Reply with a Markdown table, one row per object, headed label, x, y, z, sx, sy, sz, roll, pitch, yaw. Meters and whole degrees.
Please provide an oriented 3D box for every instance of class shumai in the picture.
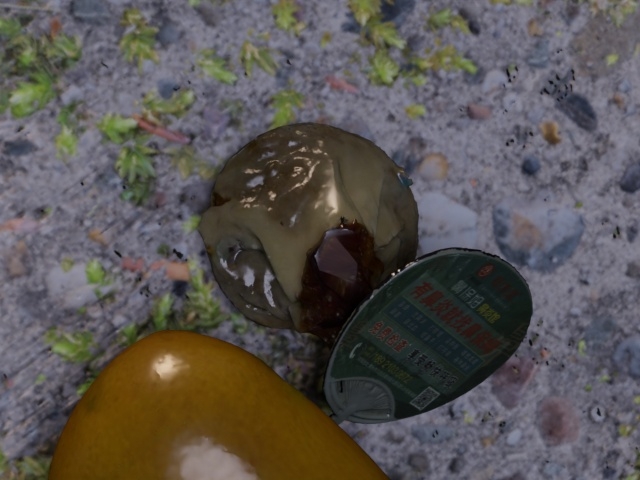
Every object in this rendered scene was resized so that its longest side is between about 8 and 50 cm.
| label | x | y | z | sx | sy | sz | roll | pitch | yaw |
| --- | --- | --- | --- | --- | --- | --- | --- | --- | --- |
| shumai | 0.000 | 0.000 | 1.366 | 0.201 | 0.120 | 0.201 | -2 | 97 | -14 |

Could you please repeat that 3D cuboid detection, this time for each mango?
| label | x | y | z | sx | sy | sz | roll | pitch | yaw |
| --- | --- | --- | --- | --- | --- | --- | --- | --- | --- |
| mango | -0.052 | 0.281 | 1.304 | 0.300 | 0.232 | 0.445 | -27 | 103 | 13 |

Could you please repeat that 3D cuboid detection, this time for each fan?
| label | x | y | z | sx | sy | sz | roll | pitch | yaw |
| --- | --- | --- | --- | --- | --- | --- | --- | --- | --- |
| fan | 0.079 | 0.116 | 1.403 | 0.223 | 0.012 | 0.294 | 1 | 132 | -39 |
